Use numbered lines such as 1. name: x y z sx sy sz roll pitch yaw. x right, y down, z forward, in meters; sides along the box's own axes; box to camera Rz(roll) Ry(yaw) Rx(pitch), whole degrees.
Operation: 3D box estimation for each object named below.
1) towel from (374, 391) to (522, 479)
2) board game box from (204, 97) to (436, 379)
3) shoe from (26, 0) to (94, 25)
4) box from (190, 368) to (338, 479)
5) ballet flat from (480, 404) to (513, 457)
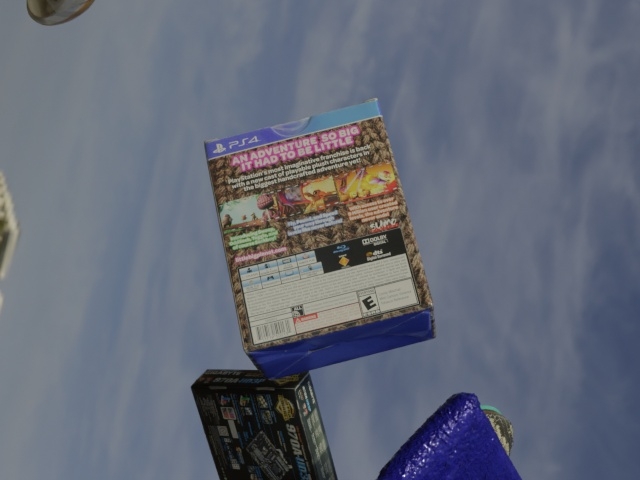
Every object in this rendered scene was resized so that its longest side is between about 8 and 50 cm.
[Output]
1. towel: 0.133 0.365 1.371 0.308 0.228 0.076 -44 -144 -20
2. board game box: 0.000 0.000 1.391 0.141 0.232 0.291 71 6 -68
3. shoe: -0.258 -0.309 1.181 0.219 0.058 0.077 -32 -107 31
4. box: -0.075 0.290 1.550 0.175 0.051 0.220 -3 -68 30
5. ballet flat: 0.184 0.434 1.782 0.483 0.164 0.182 127 -34 -53
